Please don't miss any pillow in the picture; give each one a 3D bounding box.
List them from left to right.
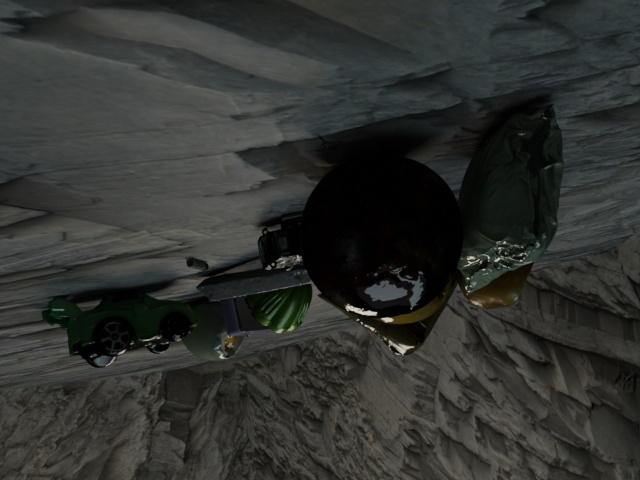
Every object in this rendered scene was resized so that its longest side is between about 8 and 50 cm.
[{"bbox_3d":[0.324,-0.064,1.301,0.138,0.283,0.310,14,163,-5],"label":"pillow"}]

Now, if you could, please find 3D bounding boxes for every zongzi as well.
[{"bbox_3d":[0.186,0.121,1.968,0.273,0.300,0.145,-55,168,-25],"label":"zongzi"}]

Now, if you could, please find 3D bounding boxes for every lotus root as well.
[{"bbox_3d":[-0.089,0.138,2.050,0.186,0.186,0.186,-13,167,-3],"label":"lotus root"}]

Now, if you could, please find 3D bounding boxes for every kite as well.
[{"bbox_3d":[0.015,-0.156,1.192,0.044,0.002,0.078,-12,168,-5],"label":"kite"}]

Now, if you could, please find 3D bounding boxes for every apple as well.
[{"bbox_3d":[0.480,0.022,1.928,0.254,0.179,0.346,-10,-145,34],"label":"apple"}]

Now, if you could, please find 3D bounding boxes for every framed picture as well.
[{"bbox_3d":[-0.013,-0.050,1.603,0.149,0.011,0.109,-11,167,-6],"label":"framed picture"}]

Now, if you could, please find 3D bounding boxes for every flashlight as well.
[{"bbox_3d":[-0.291,0.058,1.768,0.018,0.018,0.083,-18,167,14],"label":"flashlight"}]

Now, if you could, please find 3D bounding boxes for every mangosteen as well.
[{"bbox_3d":[0.105,-0.010,1.307,0.311,0.311,0.311,-13,167,-3],"label":"mangosteen"}]

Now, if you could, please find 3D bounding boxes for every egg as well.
[{"bbox_3d":[-0.340,0.270,2.280,0.217,0.183,0.183,19,-174,32],"label":"egg"}]

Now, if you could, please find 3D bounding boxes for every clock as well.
[{"bbox_3d":[-0.200,0.209,2.225,0.073,0.144,0.193,-23,164,37],"label":"clock"}]

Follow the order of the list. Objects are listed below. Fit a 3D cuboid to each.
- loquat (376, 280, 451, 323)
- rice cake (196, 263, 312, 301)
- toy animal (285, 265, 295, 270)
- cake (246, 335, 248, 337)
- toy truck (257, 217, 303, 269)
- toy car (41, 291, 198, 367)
[{"bbox_3d":[0.188,0.070,1.772,0.263,0.262,0.263,-13,167,-3],"label":"loquat"},{"bbox_3d":[-0.147,0.101,1.889,0.365,0.056,0.072,-12,-161,23],"label":"rice cake"},{"bbox_3d":[-0.048,0.028,1.781,0.108,0.062,0.220,-22,178,28],"label":"toy animal"},{"bbox_3d":[-0.229,0.289,2.632,0.080,0.116,0.185,-15,163,-2],"label":"cake"},{"bbox_3d":[0.000,0.000,1.613,0.259,0.088,0.121,-10,168,-20],"label":"toy truck"},{"bbox_3d":[-0.506,0.215,1.909,0.359,0.176,0.213,-10,168,-29],"label":"toy car"}]
